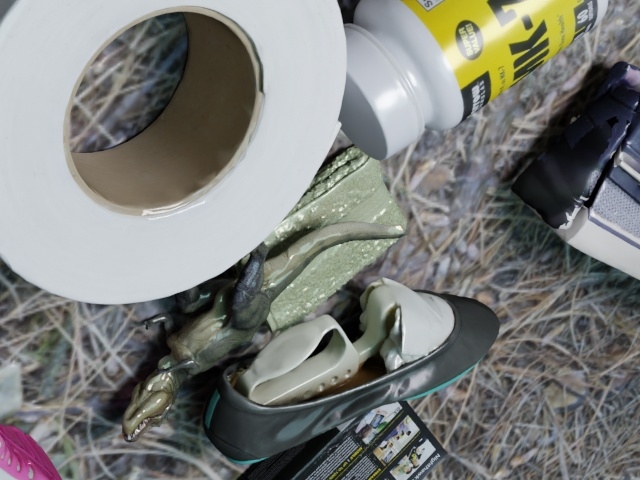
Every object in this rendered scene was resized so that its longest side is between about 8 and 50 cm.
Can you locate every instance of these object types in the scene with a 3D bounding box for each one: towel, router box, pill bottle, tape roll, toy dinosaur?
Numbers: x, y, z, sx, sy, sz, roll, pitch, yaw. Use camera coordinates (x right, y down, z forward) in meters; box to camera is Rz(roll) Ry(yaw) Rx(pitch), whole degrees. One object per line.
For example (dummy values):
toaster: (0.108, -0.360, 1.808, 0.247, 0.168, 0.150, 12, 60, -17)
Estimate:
towel: (0.000, 0.000, 1.305, 0.148, 0.027, 0.110, -39, 135, -11)
router box: (0.014, 0.207, 1.433, 0.179, 0.046, 0.133, -43, 135, -7)
pill bottle: (0.100, -0.157, 1.219, 0.208, 0.119, 0.119, -36, 133, -14)
tape roll: (-0.124, -0.102, 1.093, 0.286, 0.100, 0.286, -19, 127, -28)
toy dinosaur: (-0.069, 0.040, 1.238, 0.268, 0.064, 0.118, -38, 138, 6)

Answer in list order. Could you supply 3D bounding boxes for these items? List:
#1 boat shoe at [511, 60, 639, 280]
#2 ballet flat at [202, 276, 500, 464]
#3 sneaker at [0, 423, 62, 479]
boat shoe: (0.334, -0.037, 1.466, 0.340, 0.127, 0.158, 21, 110, -43)
ballet flat: (0.033, 0.094, 1.337, 0.280, 0.095, 0.096, -25, 137, -24)
sneaker: (-0.253, 0.186, 1.185, 0.111, 0.103, 0.252, -40, 128, -5)
